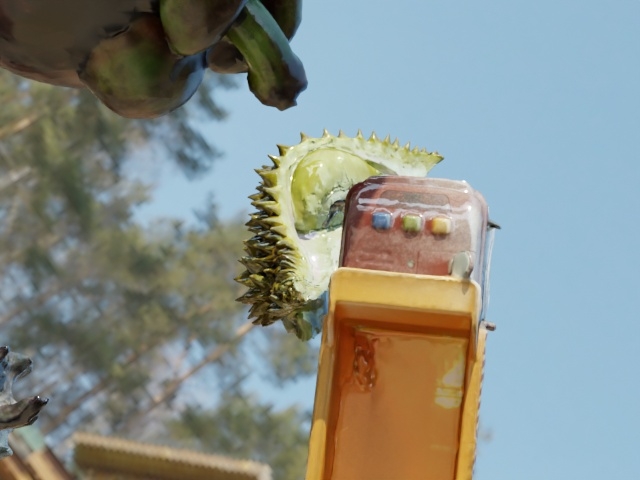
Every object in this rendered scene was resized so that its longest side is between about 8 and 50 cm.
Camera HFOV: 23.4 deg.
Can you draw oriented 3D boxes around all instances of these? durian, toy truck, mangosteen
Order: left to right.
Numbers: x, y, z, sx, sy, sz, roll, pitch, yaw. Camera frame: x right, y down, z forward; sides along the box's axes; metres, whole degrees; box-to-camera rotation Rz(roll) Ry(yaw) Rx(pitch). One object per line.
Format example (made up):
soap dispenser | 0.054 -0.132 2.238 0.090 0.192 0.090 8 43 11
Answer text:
mangosteen | -0.156 -0.239 1.133 0.311 0.311 0.311 37 -32 28
durian | 0.000 0.000 1.590 0.166 0.306 0.172 16 -57 17
toy truck | 0.047 0.099 0.955 0.114 0.270 0.135 5 -10 7

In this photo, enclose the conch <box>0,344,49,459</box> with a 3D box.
conch | -0.409 0.206 1.645 0.186 0.240 0.313 51 -52 9
